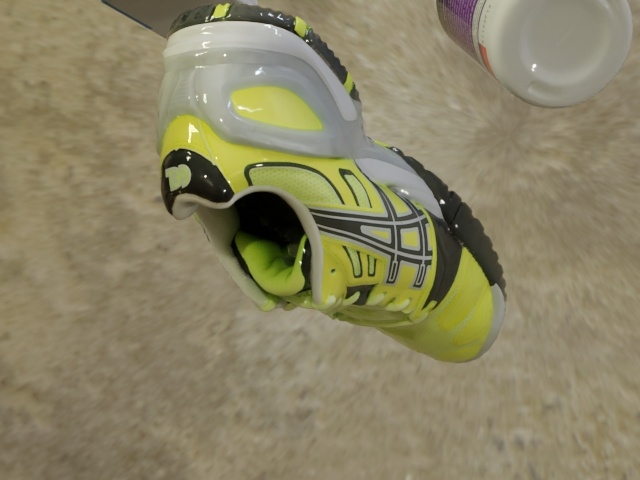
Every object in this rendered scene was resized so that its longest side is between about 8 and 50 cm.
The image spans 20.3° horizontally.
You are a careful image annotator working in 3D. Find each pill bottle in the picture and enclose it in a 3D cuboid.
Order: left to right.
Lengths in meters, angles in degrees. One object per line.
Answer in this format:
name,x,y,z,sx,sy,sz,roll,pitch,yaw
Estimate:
pill bottle,0.147,-0.177,1.330,0.108,0.193,0.108,-6,114,-13

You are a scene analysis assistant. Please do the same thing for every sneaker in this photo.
sneaker,0.000,0.000,1.247,0.145,0.385,0.147,-7,56,36

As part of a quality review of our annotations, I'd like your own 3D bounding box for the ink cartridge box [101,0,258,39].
ink cartridge box,-0.143,-0.290,1.574,0.086,0.148,0.203,-23,70,22
